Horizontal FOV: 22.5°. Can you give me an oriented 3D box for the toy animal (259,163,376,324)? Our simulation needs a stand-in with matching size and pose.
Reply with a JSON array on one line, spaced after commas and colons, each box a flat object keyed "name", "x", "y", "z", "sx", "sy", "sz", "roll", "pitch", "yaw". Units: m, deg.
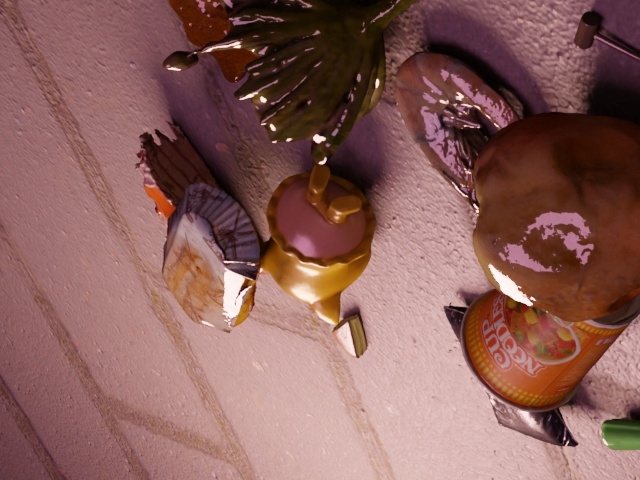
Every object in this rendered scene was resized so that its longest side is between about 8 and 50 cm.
[{"name": "toy animal", "x": -0.004, "y": -0.003, "z": 2.040, "sx": 0.156, "sy": 0.156, "sz": 0.230, "roll": 36, "pitch": 147, "yaw": 14}]

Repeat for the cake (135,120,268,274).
[{"name": "cake", "x": -0.184, "y": -0.042, "z": 2.257, "sx": 0.135, "sy": 0.098, "sz": 0.287, "roll": 5, "pitch": 134, "yaw": 48}]

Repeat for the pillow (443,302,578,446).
[{"name": "pillow", "x": 0.240, "y": 0.174, "z": 2.049, "sx": 0.141, "sy": 0.055, "sz": 0.208, "roll": 14, "pitch": 140, "yaw": 52}]

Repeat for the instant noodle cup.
[{"name": "instant noodle cup", "x": 0.270, "y": 0.084, "z": 1.807, "sx": 0.168, "sy": 0.168, "sz": 0.185, "roll": 42, "pitch": 144, "yaw": 3}]

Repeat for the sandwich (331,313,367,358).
[{"name": "sandwich", "x": 0.038, "y": 0.130, "z": 2.275, "sx": 0.044, "sy": 0.031, "sz": 0.083, "roll": 19, "pitch": 141, "yaw": 31}]

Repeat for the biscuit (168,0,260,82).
[{"name": "biscuit", "x": -0.106, "y": -0.272, "z": 1.915, "sx": 0.182, "sy": 0.034, "sz": 0.215, "roll": 29, "pitch": 147, "yaw": 23}]

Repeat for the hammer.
[{"name": "hammer", "x": 0.295, "y": -0.180, "z": 1.547, "sx": 0.110, "sy": 0.019, "sz": 0.035, "roll": 32, "pitch": 150, "yaw": 16}]

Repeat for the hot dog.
[{"name": "hot dog", "x": -0.141, "y": 0.023, "z": 2.135, "sx": 0.162, "sy": 0.082, "sz": 0.270, "roll": 48, "pitch": 153, "yaw": 12}]

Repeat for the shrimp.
[{"name": "shrimp", "x": 0.180, "y": -0.104, "z": 1.759, "sx": 0.254, "sy": 0.059, "sz": 0.145, "roll": 53, "pitch": 141, "yaw": -7}]

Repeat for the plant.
[{"name": "plant", "x": 0.033, "y": -0.209, "z": 1.698, "sx": 0.333, "sy": 0.180, "sz": 0.251, "roll": -10, "pitch": 144, "yaw": 46}]

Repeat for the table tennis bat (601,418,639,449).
[{"name": "table tennis bat", "x": 0.438, "y": 0.230, "z": 1.897, "sx": 0.257, "sy": 0.039, "sz": 0.160, "roll": -6, "pitch": 125, "yaw": 48}]

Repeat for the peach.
[{"name": "peach", "x": 0.268, "y": -0.024, "z": 1.593, "sx": 0.235, "sy": 0.214, "sz": 0.214, "roll": 1, "pitch": 133, "yaw": 25}]
